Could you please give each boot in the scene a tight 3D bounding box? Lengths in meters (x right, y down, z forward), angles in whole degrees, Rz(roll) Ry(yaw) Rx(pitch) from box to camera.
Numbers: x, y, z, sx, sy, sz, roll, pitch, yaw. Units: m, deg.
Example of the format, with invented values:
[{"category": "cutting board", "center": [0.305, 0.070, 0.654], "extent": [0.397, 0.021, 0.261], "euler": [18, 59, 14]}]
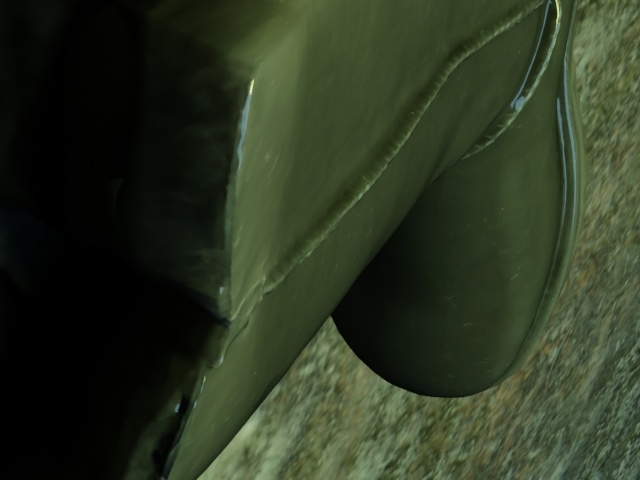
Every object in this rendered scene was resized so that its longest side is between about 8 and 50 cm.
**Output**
[{"category": "boot", "center": [0.000, -0.002, 0.750], "extent": [0.445, 0.146, 0.367], "euler": [-55, 151, -58]}]
